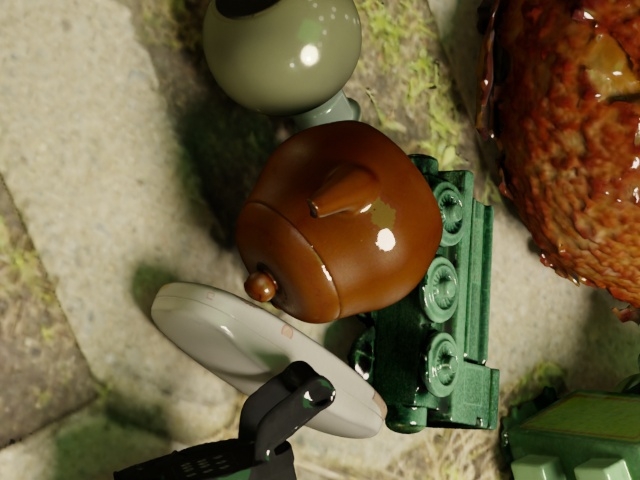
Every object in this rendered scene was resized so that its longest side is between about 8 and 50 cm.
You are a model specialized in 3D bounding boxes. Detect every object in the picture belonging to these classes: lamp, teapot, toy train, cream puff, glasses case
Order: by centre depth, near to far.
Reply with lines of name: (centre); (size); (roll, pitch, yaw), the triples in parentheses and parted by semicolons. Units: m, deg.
lamp: (-0.056, 0.196, 1.002); (0.172, 0.147, 0.227); (-14, 94, -7)
teapot: (0.000, 0.000, 1.056); (0.116, 0.173, 0.116); (3, 68, -8)
glasses case: (-0.028, 0.070, 1.079); (0.164, 0.063, 0.041); (35, 70, -35)
lamp: (-0.007, -0.087, 1.103); (0.091, 0.091, 0.163); (-56, 138, -29)
toy train: (0.067, 0.035, 1.165); (0.111, 0.071, 0.170); (18, 73, -57)
cream puff: (0.275, -0.103, 1.262); (0.350, 0.229, 0.350); (0, 90, -44)
toy train: (0.245, 0.200, 1.265); (0.188, 0.159, 0.271); (-24, 105, -34)
